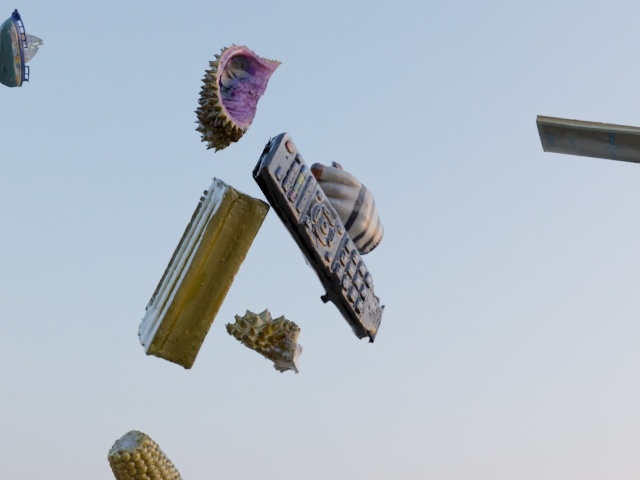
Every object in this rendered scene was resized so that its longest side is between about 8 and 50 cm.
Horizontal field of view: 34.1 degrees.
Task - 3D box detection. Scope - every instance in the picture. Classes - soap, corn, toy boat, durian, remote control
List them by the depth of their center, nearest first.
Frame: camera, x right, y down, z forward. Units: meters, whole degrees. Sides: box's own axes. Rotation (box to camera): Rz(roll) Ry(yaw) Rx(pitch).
[{"bbox_3d":[-0.234,0.432,1.631,0.101,0.101,0.310,-14,-69,40],"label":"corn"},{"bbox_3d":[-0.067,0.154,1.636,0.140,0.078,0.224,40,-12,-21],"label":"durian"},{"bbox_3d":[-0.205,0.052,1.787,0.091,0.315,0.199,25,-1,-15],"label":"soap"},{"bbox_3d":[0.000,0.000,1.808,0.062,0.145,0.399,-16,-60,27],"label":"remote control"},{"bbox_3d":[-0.673,-0.437,2.351,0.091,0.175,0.110,25,32,34],"label":"toy boat"},{"bbox_3d":[-0.219,-0.318,2.380,0.153,0.261,0.186,31,-53,-15],"label":"durian"}]

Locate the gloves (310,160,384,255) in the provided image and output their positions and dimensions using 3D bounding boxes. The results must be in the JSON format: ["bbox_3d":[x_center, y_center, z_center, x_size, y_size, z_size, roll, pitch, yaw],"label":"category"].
[{"bbox_3d":[0.049,-0.078,2.233,0.131,0.140,0.219,17,-30,44],"label":"gloves"}]

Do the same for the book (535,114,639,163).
[{"bbox_3d":[0.560,-0.198,2.096,0.241,0.018,0.170,9,-15,21],"label":"book"}]
